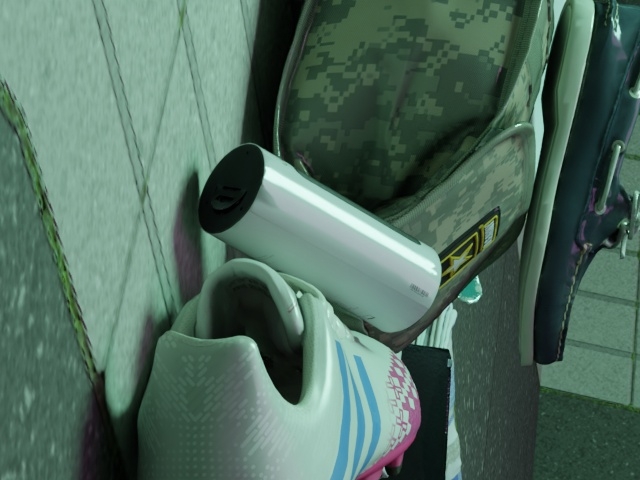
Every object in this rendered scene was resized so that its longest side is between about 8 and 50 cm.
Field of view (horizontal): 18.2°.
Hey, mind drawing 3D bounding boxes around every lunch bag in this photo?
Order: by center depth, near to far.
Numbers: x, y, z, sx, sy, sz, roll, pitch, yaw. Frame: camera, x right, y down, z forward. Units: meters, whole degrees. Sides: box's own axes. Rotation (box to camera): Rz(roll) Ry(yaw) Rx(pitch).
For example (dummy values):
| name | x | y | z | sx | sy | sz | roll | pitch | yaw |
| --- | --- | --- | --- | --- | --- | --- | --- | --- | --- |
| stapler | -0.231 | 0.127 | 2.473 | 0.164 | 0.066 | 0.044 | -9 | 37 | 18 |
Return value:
| name | x | y | z | sx | sy | sz | roll | pitch | yaw |
| --- | --- | --- | --- | --- | --- | --- | --- | --- | --- |
| lunch bag | 0.058 | -0.076 | 1.278 | 0.235 | 0.169 | 0.287 | 81 | 22 | -69 |

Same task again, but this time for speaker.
| name | x | y | z | sx | sy | sz | roll | pitch | yaw |
| --- | --- | --- | --- | --- | --- | --- | --- | --- | --- |
| speaker | 0.000 | 0.000 | 1.081 | 0.136 | 0.055 | 0.055 | 29 | 55 | -33 |

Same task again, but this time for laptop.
| name | x | y | z | sx | sy | sz | roll | pitch | yaw |
| --- | --- | --- | --- | --- | --- | --- | --- | --- | --- |
| laptop | 0.027 | 0.198 | 1.587 | 0.264 | 0.136 | 0.234 | 164 | -69 | -74 |

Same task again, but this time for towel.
| name | x | y | z | sx | sy | sz | roll | pitch | yaw |
| --- | --- | --- | --- | --- | --- | --- | --- | --- | --- |
| towel | 0.113 | 0.225 | 2.001 | 0.209 | 0.034 | 0.285 | -72 | 162 | -53 |

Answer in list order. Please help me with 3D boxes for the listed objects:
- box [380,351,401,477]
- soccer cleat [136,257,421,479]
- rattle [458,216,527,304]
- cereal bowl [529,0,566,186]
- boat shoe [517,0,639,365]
| name | x | y | z | sx | sy | sz | roll | pitch | yaw |
| --- | --- | --- | --- | --- | --- | --- | --- | --- | --- |
| box | 0.026 | 0.054 | 1.424 | 0.114 | 0.036 | 0.207 | 51 | 42 | -58 |
| soccer cleat | -0.015 | 0.069 | 1.048 | 0.331 | 0.116 | 0.143 | -49 | 136 | -75 |
| rattle | 0.127 | -0.041 | 1.925 | 0.200 | 0.130 | 0.143 | -46 | 134 | -33 |
| cereal bowl | 0.131 | -0.194 | 1.698 | 0.339 | 0.141 | 0.339 | 2 | 90 | -80 |
| boat shoe | 0.182 | -0.037 | 1.352 | 0.095 | 0.079 | 0.255 | 155 | -56 | -87 |
